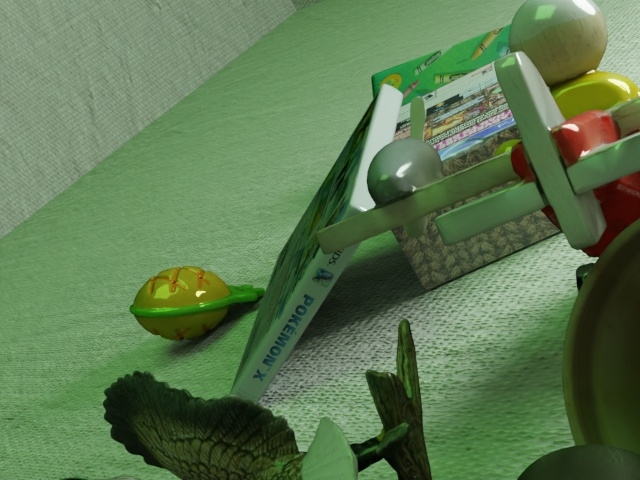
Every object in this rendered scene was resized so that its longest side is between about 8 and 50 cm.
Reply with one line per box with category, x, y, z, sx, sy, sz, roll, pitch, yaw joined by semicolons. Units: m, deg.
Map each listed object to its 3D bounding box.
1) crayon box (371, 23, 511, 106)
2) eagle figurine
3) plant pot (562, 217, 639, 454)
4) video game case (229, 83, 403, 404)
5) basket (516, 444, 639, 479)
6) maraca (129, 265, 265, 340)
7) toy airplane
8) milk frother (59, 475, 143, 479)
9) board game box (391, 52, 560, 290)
crayon box;0.232;-0.228;1.738;0.278;0.081;0.165;-14;-11;41
eagle figurine;-0.049;0.217;0.982;0.298;0.225;0.226;-13;31;11
plant pot;0.290;0.091;0.822;0.109;0.238;0.237;6;-8;-39
video game case;0.000;0.000;1.427;0.300;0.036;0.329;-58;7;30
basket;0.149;0.234;0.694;0.204;0.154;0.227;-38;8;30
maraca;-0.169;0.082;1.651;0.185;0.099;0.127;-9;12;-25
toy airplane;0.214;-0.095;1.011;0.386;0.273;0.384;-7;-19;-19
milk frother;-0.206;0.303;1.141;0.143;0.129;0.135;-60;-16;-3
board game box;0.200;-0.101;1.484;0.232;0.141;0.291;-25;19;16
